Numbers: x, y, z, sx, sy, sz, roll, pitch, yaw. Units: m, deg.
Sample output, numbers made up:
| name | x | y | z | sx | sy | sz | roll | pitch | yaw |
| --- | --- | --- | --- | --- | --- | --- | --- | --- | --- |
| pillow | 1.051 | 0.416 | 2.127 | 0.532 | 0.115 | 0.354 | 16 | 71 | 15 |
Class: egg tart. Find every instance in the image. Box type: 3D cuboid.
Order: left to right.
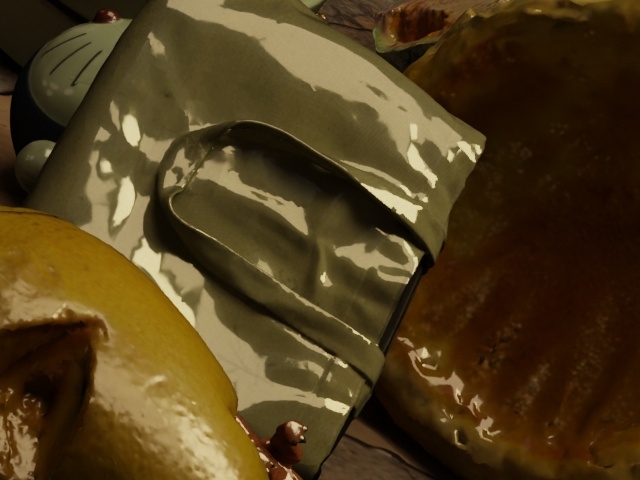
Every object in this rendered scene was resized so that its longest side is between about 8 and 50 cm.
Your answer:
| name | x | y | z | sx | sy | sz | roll | pitch | yaw |
| --- | --- | --- | --- | --- | --- | --- | --- | --- | --- |
| egg tart | 0.197 | 0.002 | 1.262 | 0.388 | 0.388 | 0.169 | 37 | 11 | 25 |

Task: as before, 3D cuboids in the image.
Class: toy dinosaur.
| name | x | y | z | sx | sy | sz | roll | pitch | yaw |
| --- | --- | --- | --- | --- | --- | --- | --- | --- | --- |
| toy dinosaur | -0.030 | 0.130 | 1.038 | 0.049 | 0.055 | 0.154 | -39 | 94 | -38 |

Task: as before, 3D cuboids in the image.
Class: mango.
| name | x | y | z | sx | sy | sz | roll | pitch | yaw |
| --- | --- | --- | --- | --- | --- | --- | --- | --- | --- |
| mango | -0.127 | 0.084 | 0.961 | 0.262 | 0.130 | 0.167 | 37 | 25 | 11 |

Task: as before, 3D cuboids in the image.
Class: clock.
| name | x | y | z | sx | sy | sz | roll | pitch | yaw |
| --- | --- | --- | --- | --- | --- | --- | --- | --- | --- |
| clock | -0.125 | -0.057 | 1.309 | 0.200 | 0.146 | 0.243 | -5 | 40 | -31 |

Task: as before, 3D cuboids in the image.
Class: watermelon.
| name | x | y | z | sx | sy | sz | roll | pitch | yaw |
| --- | --- | --- | --- | --- | --- | --- | --- | --- | --- |
| watermelon | 0.161 | -0.186 | 2.093 | 0.175 | 0.188 | 0.322 | -13 | 15 | 20 |

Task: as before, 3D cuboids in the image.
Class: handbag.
| name | x | y | z | sx | sy | sz | roll | pitch | yaw |
| --- | --- | --- | --- | --- | --- | --- | --- | --- | --- |
| handbag | -0.055 | -0.015 | 1.143 | 0.253 | 0.315 | 0.109 | 30 | -25 | -2 |

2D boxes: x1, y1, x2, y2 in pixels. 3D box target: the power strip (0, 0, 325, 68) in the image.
| name | x | y | z | sx | sy | sz | roll | pitch | yaw |
| --- | --- | --- | --- | --- | --- | --- | --- | --- | --- |
| power strip | -0.143 | -0.270 | 1.624 | 0.357 | 0.161 | 0.357 | 20 | 47 | -23 |

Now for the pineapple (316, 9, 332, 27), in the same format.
| name | x | y | z | sx | sy | sz | roll | pitch | yaw |
| --- | --- | --- | --- | --- | --- | --- | --- | --- | --- |
| pineapple | -0.080 | -0.187 | 1.795 | 0.198 | 0.108 | 0.108 | -6 | 37 | -44 |
